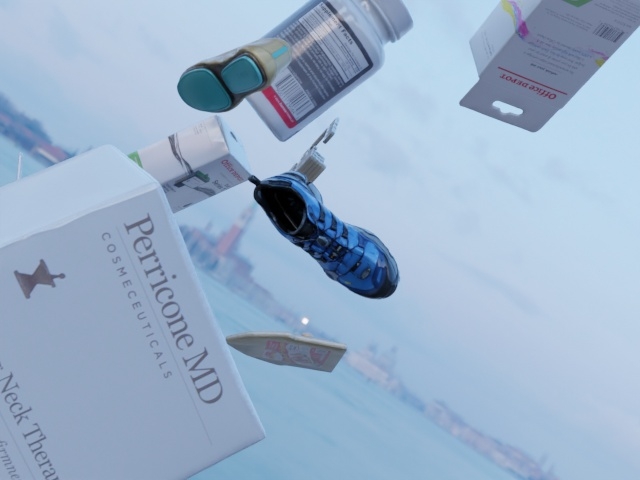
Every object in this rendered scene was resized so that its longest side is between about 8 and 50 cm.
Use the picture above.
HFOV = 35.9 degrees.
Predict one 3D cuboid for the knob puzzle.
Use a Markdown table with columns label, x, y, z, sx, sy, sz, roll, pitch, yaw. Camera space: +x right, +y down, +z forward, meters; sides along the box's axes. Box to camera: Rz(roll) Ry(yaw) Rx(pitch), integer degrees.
| label | x | y | z | sx | sy | sz | roll | pitch | yaw |
| --- | --- | --- | --- | --- | --- | --- | --- | --- | --- |
| knob puzzle | -0.062 | 0.174 | 1.656 | 0.213 | 0.029 | 0.213 | 8 | -21 | 3 |

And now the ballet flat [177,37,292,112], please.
| label | x | y | z | sx | sy | sz | roll | pitch | yaw |
| --- | --- | --- | --- | --- | --- | --- | --- | --- | --- |
| ballet flat | -0.114 | -0.225 | 1.346 | 0.232 | 0.073 | 0.080 | -2 | -56 | 55 |

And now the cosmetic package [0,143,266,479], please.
| label | x | y | z | sx | sy | sz | roll | pitch | yaw |
| --- | --- | --- | --- | --- | --- | --- | --- | --- | --- |
| cosmetic package | -0.335 | 0.124 | 1.135 | 0.327 | 0.394 | 0.329 | 31 | -37 | 66 |

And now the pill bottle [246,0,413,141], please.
| label | x | y | z | sx | sy | sz | roll | pitch | yaw |
| --- | --- | --- | --- | --- | --- | --- | --- | --- | --- |
| pill bottle | 0.003 | -0.335 | 1.761 | 0.176 | 0.319 | 0.176 | 53 | 0 | 0 |

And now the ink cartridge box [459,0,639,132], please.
| label | x | y | z | sx | sy | sz | roll | pitch | yaw |
| --- | --- | --- | --- | --- | --- | --- | --- | --- | --- |
| ink cartridge box | 0.422 | -0.378 | 1.837 | 0.207 | 0.353 | 0.119 | 16 | 46 | -24 |

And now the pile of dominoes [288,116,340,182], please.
| label | x | y | z | sx | sy | sz | roll | pitch | yaw |
| --- | --- | --- | --- | --- | --- | --- | --- | --- | --- |
| pile of dominoes | -0.021 | -0.154 | 2.012 | 0.040 | 0.196 | 0.251 | 41 | 13 | -6 |

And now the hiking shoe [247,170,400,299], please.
| label | x | y | z | sx | sy | sz | roll | pitch | yaw |
| --- | --- | --- | --- | --- | --- | --- | --- | --- | --- |
| hiking shoe | 0.000 | 0.000 | 1.699 | 0.304 | 0.113 | 0.132 | 40 | 20 | 17 |

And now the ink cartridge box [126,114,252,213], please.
| label | x | y | z | sx | sy | sz | roll | pitch | yaw |
| --- | --- | --- | --- | --- | --- | --- | --- | --- | --- |
| ink cartridge box | -0.259 | -0.139 | 1.914 | 0.160 | 0.220 | 0.092 | 45 | 23 | -71 |

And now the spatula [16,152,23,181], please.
| label | x | y | z | sx | sy | sz | roll | pitch | yaw |
| --- | --- | --- | --- | --- | --- | --- | --- | --- | --- |
| spatula | -0.488 | -0.005 | 1.559 | 0.019 | 0.241 | 0.168 | 4 | -14 | -16 |
